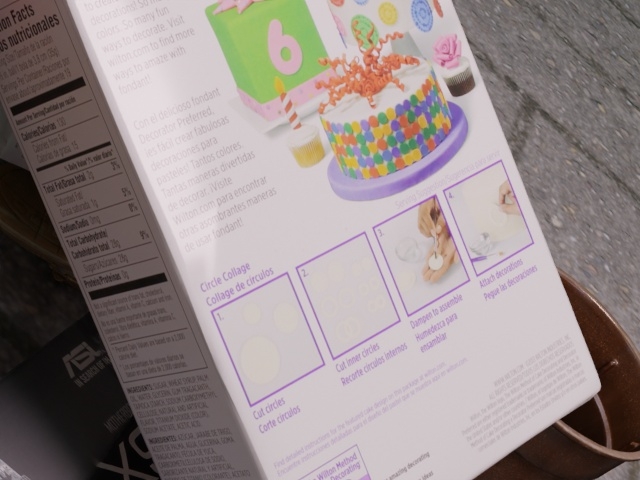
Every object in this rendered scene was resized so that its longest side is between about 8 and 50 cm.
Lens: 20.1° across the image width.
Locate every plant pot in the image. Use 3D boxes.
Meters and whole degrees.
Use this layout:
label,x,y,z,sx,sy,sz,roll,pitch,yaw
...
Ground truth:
label,x,y,z,sx,sy,sz,roll,pitch,yaw
plant pot,0.114,0.120,1.214,0.167,0.165,0.167,31,34,-23

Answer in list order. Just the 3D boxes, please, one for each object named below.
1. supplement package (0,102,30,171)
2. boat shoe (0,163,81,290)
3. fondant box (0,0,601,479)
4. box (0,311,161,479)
label,x,y,z,sx,sy,sz,roll,pitch,yaw
supplement package,-0.120,-0.167,1.165,0.145,0.204,0.262,25,19,-33
boat shoe,-0.143,0.008,1.137,0.170,0.059,0.063,27,52,-25
fondant box,-0.010,-0.016,0.956,0.238,0.096,0.330,-27,99,-38
box,-0.121,0.192,0.925,0.242,0.076,0.307,47,30,2
